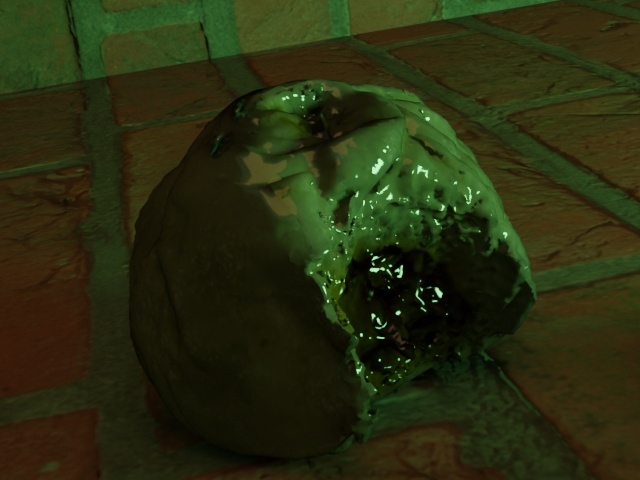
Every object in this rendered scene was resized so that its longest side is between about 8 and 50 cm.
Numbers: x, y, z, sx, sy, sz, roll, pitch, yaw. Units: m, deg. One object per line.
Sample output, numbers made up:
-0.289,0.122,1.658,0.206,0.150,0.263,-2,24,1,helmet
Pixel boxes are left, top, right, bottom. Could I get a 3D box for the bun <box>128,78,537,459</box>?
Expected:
-0.007,-0.003,0.713,0.281,0.205,0.281,-8,19,3,bun
